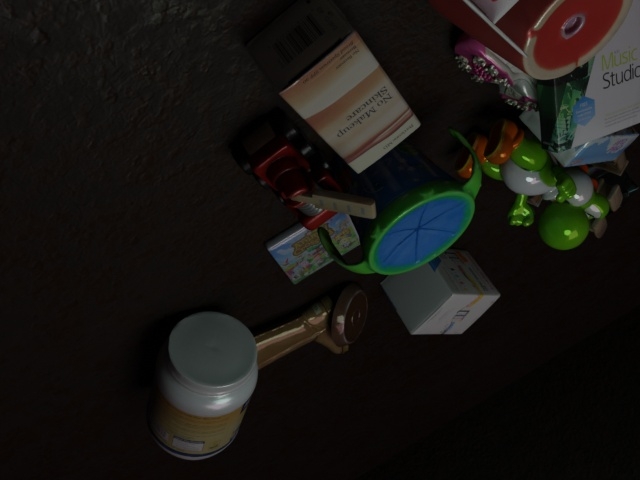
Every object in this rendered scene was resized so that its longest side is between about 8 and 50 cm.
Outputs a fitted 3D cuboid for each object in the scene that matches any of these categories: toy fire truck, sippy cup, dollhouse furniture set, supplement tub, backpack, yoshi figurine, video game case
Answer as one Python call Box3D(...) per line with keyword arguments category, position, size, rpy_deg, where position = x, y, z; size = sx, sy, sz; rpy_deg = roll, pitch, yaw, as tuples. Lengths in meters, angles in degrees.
Box3D(category="toy fire truck", position=(-0.007, -0.086, 1.318), size=(0.158, 0.246, 0.217), rpy_deg=(-36, 149, 9))
Box3D(category="sippy cup", position=(0.143, -0.091, 1.467), size=(0.305, 0.224, 0.240), rpy_deg=(-19, 148, -19))
Box3D(category="dollhouse furniture set", position=(0.641, -0.141, 1.853), size=(0.242, 0.212, 0.161), rpy_deg=(-59, 148, -3))
Box3D(category="supplement tub", position=(-0.268, 0.329, 1.708), size=(0.228, 0.228, 0.316), rpy_deg=(-12, 145, -29))
Box3D(category="backpack", position=(0.718, -0.120, 1.997), size=(0.166, 0.144, 0.188), rpy_deg=(-30, 160, -8))
Box3D(category="yoshi figurine", position=(0.472, -0.098, 1.634), size=(0.362, 0.203, 0.203), rpy_deg=(26, 116, -21))
Box3D(category="video game case", position=(0.000, 0.000, 1.668), size=(0.212, 0.023, 0.193), rpy_deg=(-31, 149, 0))

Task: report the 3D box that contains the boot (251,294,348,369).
Box3D(category="boot", position=(-0.075, 0.265, 1.932), size=(0.269, 0.089, 0.236), rpy_deg=(-27, 136, -8))

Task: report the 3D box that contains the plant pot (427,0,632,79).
Box3D(category="plant pot", position=(0.324, -0.399, 1.164), size=(0.275, 0.243, 0.275), rpy_deg=(-22, 148, -14))

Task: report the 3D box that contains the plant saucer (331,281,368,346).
Box3D(category="plant saucer", position=(0.080, 0.190, 1.909), size=(0.168, 0.029, 0.168), rpy_deg=(-32, 128, -55))

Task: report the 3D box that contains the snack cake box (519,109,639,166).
Box3D(category="snack cake box", position=(0.565, -0.248, 1.636), size=(0.264, 0.152, 0.089), rpy_deg=(-12, 148, -47))

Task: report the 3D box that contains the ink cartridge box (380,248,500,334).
Box3D(category="ink cartridge box", position=(0.318, 0.132, 1.993), size=(0.232, 0.171, 0.168), rpy_deg=(6, 133, -46))

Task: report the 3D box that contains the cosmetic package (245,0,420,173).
Box3D(category="cosmetic package", position=(0.030, -0.249, 1.232), size=(0.153, 0.129, 0.296), rpy_deg=(-39, 149, 11))

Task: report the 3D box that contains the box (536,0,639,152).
Box3D(category="box", position=(0.507, -0.350, 1.412), size=(0.232, 0.058, 0.322), rpy_deg=(-21, 113, -20))

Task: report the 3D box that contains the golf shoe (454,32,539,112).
Box3D(category="golf shoe", position=(0.363, -0.348, 1.430), size=(0.306, 0.115, 0.140), rpy_deg=(18, 97, -47))

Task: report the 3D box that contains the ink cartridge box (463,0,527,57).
Box3D(category="ink cartridge box", position=(0.151, -0.397, 0.903), size=(0.119, 0.353, 0.207), rpy_deg=(-44, 147, 21))
